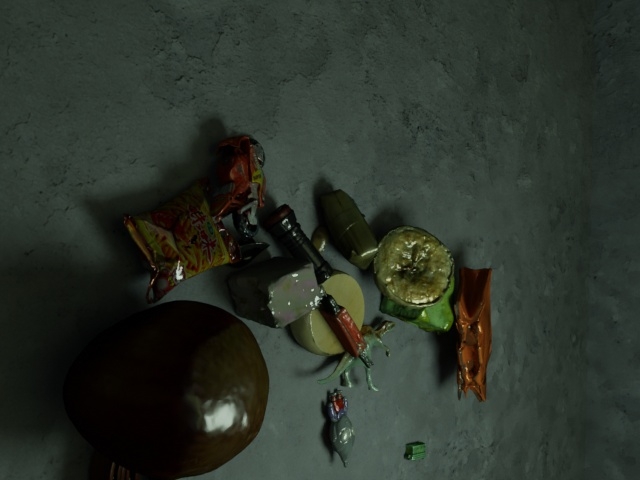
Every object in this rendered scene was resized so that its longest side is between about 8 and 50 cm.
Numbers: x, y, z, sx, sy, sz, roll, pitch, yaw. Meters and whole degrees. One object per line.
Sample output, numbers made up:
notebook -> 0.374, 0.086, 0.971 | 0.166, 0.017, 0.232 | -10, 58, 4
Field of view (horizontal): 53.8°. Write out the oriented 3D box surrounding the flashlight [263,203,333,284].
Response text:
flashlight -> -0.054, 0.014, 1.695 | 0.232, 0.093, 0.093 | 51, 57, -11

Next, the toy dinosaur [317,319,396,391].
toy dinosaur -> 0.103, 0.367, 1.909 | 0.393, 0.092, 0.206 | -7, 98, -43

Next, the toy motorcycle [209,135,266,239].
toy motorcycle -> -0.198, -0.149, 1.552 | 0.171, 0.089, 0.298 | 48, 37, -49

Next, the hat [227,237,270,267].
hat -> -0.192, 0.021, 1.619 | 0.121, 0.121, 0.050 | -7, 59, -44

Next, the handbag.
handbag -> 0.533, 0.321, 2.206 | 0.303, 0.116, 0.410 | -55, 142, -57

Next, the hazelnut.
hazelnut -> -0.304, 0.293, 1.289 | 0.421, 0.421, 0.353 | -8, 122, -44

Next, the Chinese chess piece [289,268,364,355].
Chinese chess piece -> 0.019, 0.205, 1.813 | 0.250, 0.097, 0.251 | -4, 96, -45

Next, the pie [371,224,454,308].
pie -> 0.286, 0.080, 1.949 | 0.274, 0.055, 0.274 | 3, 73, -10

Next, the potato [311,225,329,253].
potato -> 0.000, -0.001, 1.823 | 0.037, 0.036, 0.093 | 29, 73, -44

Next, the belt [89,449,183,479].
belt -> -0.406, 0.543, 1.410 | 0.184, 0.105, 0.261 | -13, 101, -45

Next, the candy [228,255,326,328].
candy -> -0.111, 0.130, 1.622 | 0.195, 0.184, 0.137 | -25, 114, -41

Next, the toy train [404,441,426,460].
toy train -> 0.331, 0.734, 2.192 | 0.093, 0.038, 0.056 | 8, 81, -44

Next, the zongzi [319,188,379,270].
zongzi -> 0.089, -0.024, 1.883 | 0.228, 0.115, 0.256 | 61, 0, 15

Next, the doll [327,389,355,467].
doll -> 0.061, 0.567, 1.894 | 0.102, 0.075, 0.228 | 0, 80, -54

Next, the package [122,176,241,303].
package -> -0.328, -0.006, 1.456 | 0.288, 0.108, 0.223 | -31, 109, -50

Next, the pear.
pear -> 0.355, 0.152, 2.090 | 0.286, 0.176, 0.282 | 27, 72, -43

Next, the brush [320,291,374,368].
brush -> 0.075, 0.260, 1.757 | 0.051, 0.070, 0.323 | -52, 128, -25
